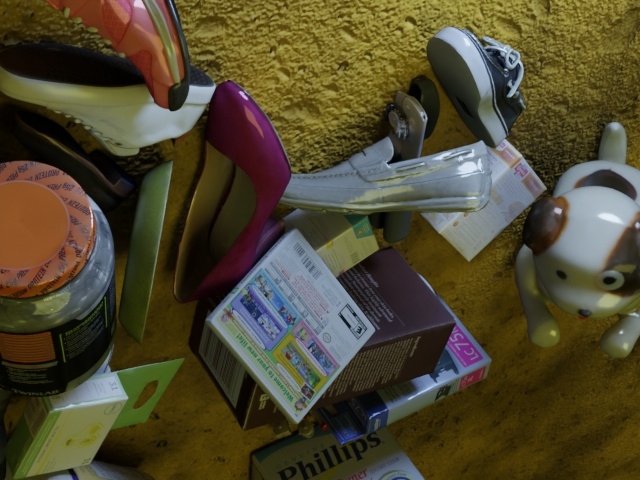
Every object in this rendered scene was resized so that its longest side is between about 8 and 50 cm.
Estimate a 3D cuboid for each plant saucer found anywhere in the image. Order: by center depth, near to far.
[{"bbox_3d":[-0.226,0.011,1.467,0.037,0.241,0.241,10,129,-9],"label":"plant saucer"}]

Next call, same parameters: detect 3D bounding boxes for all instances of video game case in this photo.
[{"bbox_3d":[-0.039,0.123,1.652,0.193,0.023,0.212,-48,115,-24],"label":"video game case"}]

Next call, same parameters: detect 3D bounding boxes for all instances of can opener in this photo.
[{"bbox_3d":[0.133,-0.114,1.752,0.093,0.074,0.280,-19,140,-27],"label":"can opener"}]

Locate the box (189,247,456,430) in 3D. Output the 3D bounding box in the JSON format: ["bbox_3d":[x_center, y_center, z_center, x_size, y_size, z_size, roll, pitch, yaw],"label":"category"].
[{"bbox_3d":[0.004,0.148,1.828,0.381,0.191,0.143,-12,137,-31],"label":"box"}]

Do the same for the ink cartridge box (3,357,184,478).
[{"bbox_3d":[-0.311,0.251,1.623,0.235,0.056,0.171,-4,141,-39],"label":"ink cartridge box"}]

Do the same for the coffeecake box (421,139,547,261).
[{"bbox_3d":[0.275,-0.070,1.934,0.185,0.068,0.142,-43,145,6],"label":"coffeecake box"}]

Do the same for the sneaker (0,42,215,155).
[{"bbox_3d":[-0.256,-0.150,1.334,0.290,0.106,0.123,1,126,-45],"label":"sneaker"}]

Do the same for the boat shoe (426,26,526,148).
[{"bbox_3d":[0.246,-0.242,1.684,0.105,0.113,0.306,-46,148,-2],"label":"boat shoe"}]

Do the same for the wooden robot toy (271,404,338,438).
[{"bbox_3d":[-0.003,0.324,2.122,0.173,0.076,0.079,-34,155,-7],"label":"wooden robot toy"}]

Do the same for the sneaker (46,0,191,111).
[{"bbox_3d":[-0.233,-0.270,1.215,0.136,0.116,0.314,-19,124,-1],"label":"sneaker"}]

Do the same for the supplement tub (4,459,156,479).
[{"bbox_3d":[-0.375,0.462,1.786,0.241,0.241,0.331,-46,144,10],"label":"supplement tub"}]

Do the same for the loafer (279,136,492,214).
[{"bbox_3d":[0.086,-0.094,1.650,0.319,0.112,0.111,-1,92,-3],"label":"loafer"}]

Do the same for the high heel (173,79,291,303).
[{"bbox_3d":[-0.137,-0.048,1.526,0.181,0.127,0.377,-38,150,-20],"label":"high heel"}]

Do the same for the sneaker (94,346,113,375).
[{"bbox_3d":[-0.345,0.201,1.671,0.091,0.094,0.258,-16,148,-44],"label":"sneaker"}]

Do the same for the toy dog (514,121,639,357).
[{"bbox_3d":[0.481,0.009,1.932,0.408,0.284,0.395,-20,130,-72],"label":"toy dog"}]

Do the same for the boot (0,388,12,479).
[{"bbox_3d":[-0.570,0.275,1.535,0.338,0.118,0.223,-22,140,-41],"label":"boot"}]

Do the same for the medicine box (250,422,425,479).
[{"bbox_3d":[0.047,0.494,2.158,0.263,0.289,0.149,-22,144,-23],"label":"medicine box"}]

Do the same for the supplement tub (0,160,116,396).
[{"bbox_3d":[-0.336,0.048,1.339,0.193,0.193,0.316,-24,161,-20],"label":"supplement tub"}]

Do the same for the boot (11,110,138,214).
[{"bbox_3d":[-0.318,-0.073,1.386,0.106,0.082,0.219,-46,146,5],"label":"boot"}]

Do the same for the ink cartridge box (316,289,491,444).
[{"bbox_3d":[0.122,0.218,2.011,0.311,0.186,0.065,-23,145,-21],"label":"ink cartridge box"}]

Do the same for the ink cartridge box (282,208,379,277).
[{"bbox_3d":[0.000,0.000,1.744,0.143,0.090,0.092,-33,144,-8],"label":"ink cartridge box"}]
